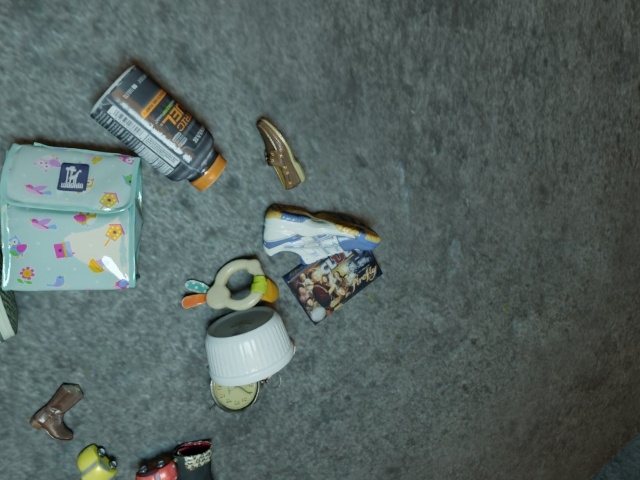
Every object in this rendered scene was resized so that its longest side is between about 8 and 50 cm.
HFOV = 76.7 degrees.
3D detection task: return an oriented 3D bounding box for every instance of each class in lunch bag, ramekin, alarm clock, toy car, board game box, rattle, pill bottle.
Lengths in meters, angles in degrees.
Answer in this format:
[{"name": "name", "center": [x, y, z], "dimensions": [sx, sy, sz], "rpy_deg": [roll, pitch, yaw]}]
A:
[{"name": "lunch bag", "center": [-0.457, -0.044, 0.765], "dimensions": [0.223, 0.160, 0.263], "rpy_deg": [2, 97, -18]}, {"name": "ramekin", "center": [-0.174, 0.240, 0.965], "dimensions": [0.207, 0.207, 0.109], "rpy_deg": [-17, 103, -20]}, {"name": "alarm clock", "center": [-0.192, 0.365, 1.031], "dimensions": [0.191, 0.064, 0.130], "rpy_deg": [-8, 78, 9]}, {"name": "toy car", "center": [-0.489, 0.626, 0.968], "dimensions": [0.238, 0.053, 0.225], "rpy_deg": [18, 88, -10]}, {"name": "board game box", "center": [0.038, 0.095, 1.105], "dimensions": [0.243, 0.042, 0.165], "rpy_deg": [-36, 117, -11]}, {"name": "rattle", "center": [-0.220, 0.128, 1.002], "dimensions": [0.199, 0.143, 0.130], "rpy_deg": [-25, 83, 0]}, {"name": "pill bottle", "center": [-0.305, -0.207, 0.801], "dimensions": [0.245, 0.130, 0.130], "rpy_deg": [42, 86, -30]}]

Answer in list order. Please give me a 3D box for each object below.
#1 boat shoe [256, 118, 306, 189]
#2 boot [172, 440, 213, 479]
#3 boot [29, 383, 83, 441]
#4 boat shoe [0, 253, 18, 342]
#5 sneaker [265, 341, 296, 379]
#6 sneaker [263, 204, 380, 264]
[{"name": "boat shoe", "center": [-0.098, -0.195, 0.938], "dimensions": [0.060, 0.064, 0.178], "rpy_deg": [-39, 120, -12]}, {"name": "boot", "center": [-0.392, 0.630, 1.054], "dimensions": [0.236, 0.085, 0.179], "rpy_deg": [-1, 100, -20]}, {"name": "boot", "center": [-0.572, 0.389, 0.918], "dimensions": [0.114, 0.037, 0.106], "rpy_deg": [-48, 121, -10]}, {"name": "boat shoe", "center": [-0.653, -0.033, 0.665], "dimensions": [0.155, 0.186, 0.501], "rpy_deg": [-12, 116, -28]}, {"name": "sneaker", "center": [-0.144, 0.331, 1.094], "dimensions": [0.067, 0.064, 0.175], "rpy_deg": [44, 81, -7]}, {"name": "sneaker", "center": [0.000, 0.000, 1.020], "dimensions": [0.296, 0.112, 0.131], "rpy_deg": [11, 108, -11]}]
